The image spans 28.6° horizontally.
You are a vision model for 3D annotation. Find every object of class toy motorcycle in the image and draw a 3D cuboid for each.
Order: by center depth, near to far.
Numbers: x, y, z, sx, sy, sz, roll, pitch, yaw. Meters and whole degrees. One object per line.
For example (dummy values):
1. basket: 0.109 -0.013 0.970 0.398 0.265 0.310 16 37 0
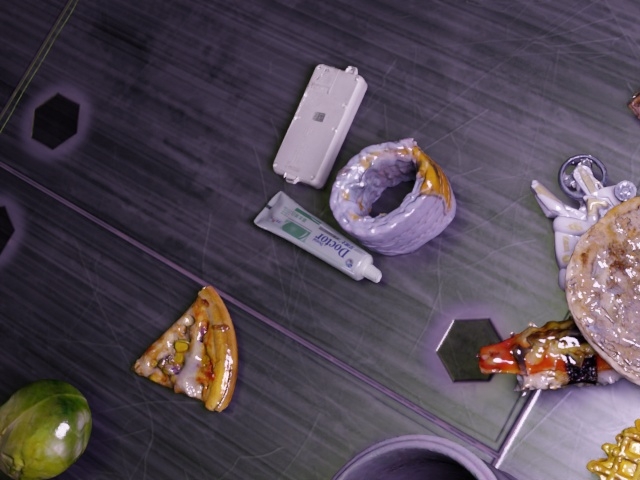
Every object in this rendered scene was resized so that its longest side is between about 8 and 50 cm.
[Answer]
1. toy motorcycle: 0.355 0.001 1.608 0.151 0.074 0.229 -37 73 2

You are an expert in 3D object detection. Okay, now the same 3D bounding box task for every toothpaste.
1. toothpaste: 0.000 0.000 1.769 0.218 0.041 0.064 33 77 29

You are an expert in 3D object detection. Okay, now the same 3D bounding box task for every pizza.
1. pizza: -0.198 0.155 1.801 0.176 0.036 0.185 -3 73 21

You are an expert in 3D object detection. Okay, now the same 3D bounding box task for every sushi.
1. sushi: 0.306 0.142 1.561 0.226 0.097 0.103 -5 106 0

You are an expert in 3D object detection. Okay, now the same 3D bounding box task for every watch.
1. watch: 0.106 0.408 1.494 0.335 0.314 0.327 -17 56 28

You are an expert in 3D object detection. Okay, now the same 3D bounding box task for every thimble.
1. thimble: 0.099 -0.057 1.702 0.151 0.118 0.127 -29 66 13

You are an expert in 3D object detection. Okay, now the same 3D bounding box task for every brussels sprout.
1. brussels sprout: -0.394 0.275 1.799 0.155 0.117 0.155 -17 63 39

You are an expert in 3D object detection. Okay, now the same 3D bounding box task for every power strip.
1. power strip: -0.002 -0.167 1.822 0.081 0.035 0.192 20 82 26

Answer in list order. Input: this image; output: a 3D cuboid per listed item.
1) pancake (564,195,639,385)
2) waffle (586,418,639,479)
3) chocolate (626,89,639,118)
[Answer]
1. pancake: 0.428 0.067 1.508 0.282 0.049 0.282 3 69 -7
2. waffle: 0.417 0.304 1.490 0.193 0.070 0.197 -42 63 5
3. chocolate: 0.522 -0.094 1.574 0.102 0.065 0.329 -41 66 5
